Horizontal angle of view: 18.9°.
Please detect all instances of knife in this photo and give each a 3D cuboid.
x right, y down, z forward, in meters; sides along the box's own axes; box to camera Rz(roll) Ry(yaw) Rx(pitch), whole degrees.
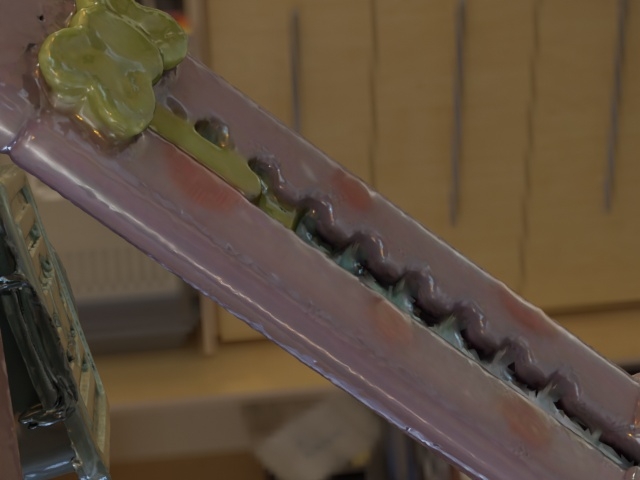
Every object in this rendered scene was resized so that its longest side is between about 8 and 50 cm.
[{"bbox_3d":[0.001,0.000,0.560,0.038,0.399,0.132,-40,19,43],"label":"knife"}]

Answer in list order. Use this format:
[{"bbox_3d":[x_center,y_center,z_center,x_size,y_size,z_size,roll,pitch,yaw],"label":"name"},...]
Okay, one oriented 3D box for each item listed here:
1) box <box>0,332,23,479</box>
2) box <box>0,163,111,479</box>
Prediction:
[{"bbox_3d":[-0.229,0.080,0.757,0.086,0.215,0.215,40,-158,-40],"label":"box"},{"bbox_3d":[-0.197,0.058,1.010,0.243,0.135,0.163,-140,31,-81],"label":"box"}]
